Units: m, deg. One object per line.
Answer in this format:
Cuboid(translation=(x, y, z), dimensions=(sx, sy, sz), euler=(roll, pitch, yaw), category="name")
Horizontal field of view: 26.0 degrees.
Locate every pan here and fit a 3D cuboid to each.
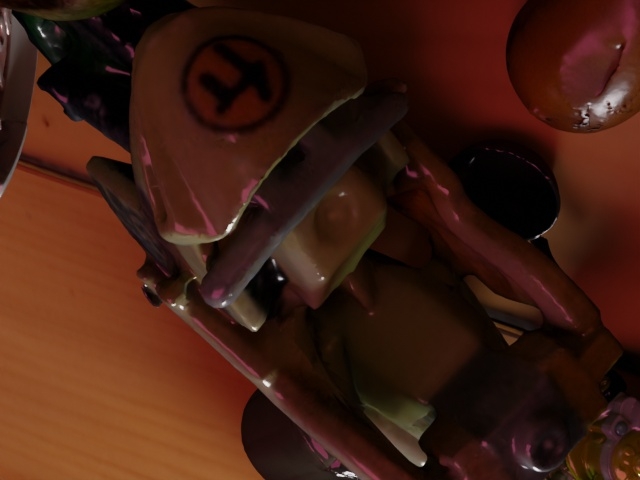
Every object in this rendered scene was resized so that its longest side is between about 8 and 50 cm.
Cuboid(translation=(0.118, -0.014, 0.791), dimensions=(0.068, 0.023, 0.115), euler=(-18, 118, 40), category="pan")

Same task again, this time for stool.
Cuboid(translation=(0.001, 0.124, 0.948), dimensions=(0.096, 0.096, 0.110), euler=(41, 143, -13), category="stool")

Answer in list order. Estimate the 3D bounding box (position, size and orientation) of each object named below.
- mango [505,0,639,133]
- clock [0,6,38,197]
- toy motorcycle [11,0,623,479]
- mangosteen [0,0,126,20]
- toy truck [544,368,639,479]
Cuboid(translation=(0.136, -0.100, 0.666), dimensions=(0.077, 0.063, 0.127), euler=(39, 138, 2), category="mango")
Cuboid(translation=(-0.237, -0.109, 0.742), dimensions=(0.142, 0.227, 0.241), euler=(4, 137, 6), category="clock")
Cuboid(translation=(0.000, 0.000, 0.744), dimensions=(0.410, 0.168, 0.237), euler=(47, 171, -29), category="toy motorcycle")
Cuboid(translation=(-0.152, -0.247, 0.506), dimensions=(0.330, 0.330, 0.330), euler=(16, 137, 15), category="mangosteen")
Cuboid(translation=(0.170, 0.129, 0.848), dimensions=(0.076, 0.077, 0.111), euler=(45, 165, -13), category="toy truck")
